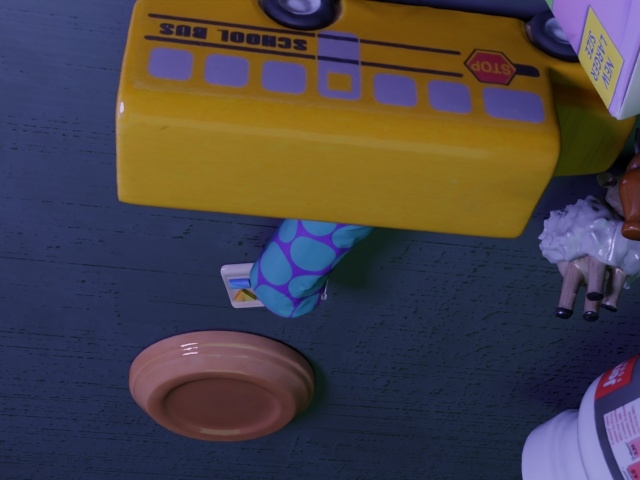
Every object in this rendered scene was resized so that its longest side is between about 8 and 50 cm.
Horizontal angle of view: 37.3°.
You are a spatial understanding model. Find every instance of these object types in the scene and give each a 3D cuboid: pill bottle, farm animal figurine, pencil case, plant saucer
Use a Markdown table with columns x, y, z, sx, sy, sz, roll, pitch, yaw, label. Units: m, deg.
| x | y | z | sx | sy | sz | roll | pitch | yaw | label |
| --- | --- | --- | --- | --- | --- | --- | --- | --- | --- |
| 0.383 | 0.188 | 0.909 | 0.210 | 0.210 | 0.363 | 25 | 135 | -29 | pill bottle |
| 0.359 | -0.023 | 0.678 | 0.330 | 0.172 | 0.327 | 15 | 159 | 0 | farm animal figurine |
| 0.000 | 0.000 | 0.780 | 0.070 | 0.064 | 0.151 | 28 | 136 | -9 | pencil case |
| -0.105 | 0.164 | 1.008 | 0.200 | 0.037 | 0.200 | 0 | 141 | 0 | plant saucer |

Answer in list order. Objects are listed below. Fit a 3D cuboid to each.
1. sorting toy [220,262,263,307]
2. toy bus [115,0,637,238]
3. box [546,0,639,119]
| x | y | z | sx | sy | sz | roll | pitch | yaw | label |
| --- | --- | --- | --- | --- | --- | --- | --- | --- | --- |
| -0.046 | 0.042 | 0.874 | 0.083 | 0.012 | 0.062 | -4 | 141 | 4 | sorting toy |
| 0.042 | -0.083 | 0.622 | 0.333 | 0.130 | 0.108 | 5 | 141 | -8 | toy bus |
| 0.233 | -0.191 | 0.418 | 0.243 | 0.117 | 0.213 | -20 | 155 | -2 | box |
